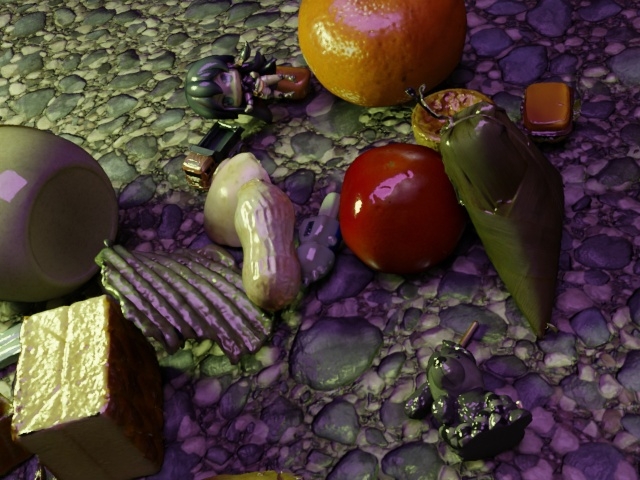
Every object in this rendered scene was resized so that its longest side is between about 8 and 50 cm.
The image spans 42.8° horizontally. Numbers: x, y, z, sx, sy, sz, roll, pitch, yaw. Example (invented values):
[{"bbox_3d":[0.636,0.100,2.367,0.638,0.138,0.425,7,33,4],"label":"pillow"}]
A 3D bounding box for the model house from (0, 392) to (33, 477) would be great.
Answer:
[{"bbox_3d":[-0.712,0.370,1.644,0.239,0.267,0.173,-3,31,12],"label":"model house"}]

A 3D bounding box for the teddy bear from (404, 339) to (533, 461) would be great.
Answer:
[{"bbox_3d":[0.240,0.288,1.472,0.171,0.144,0.251,-42,48,0],"label":"teddy bear"}]

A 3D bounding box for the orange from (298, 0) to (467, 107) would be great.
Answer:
[{"bbox_3d":[0.153,-0.524,2.035,0.424,0.326,0.423,0,65,1],"label":"orange"}]

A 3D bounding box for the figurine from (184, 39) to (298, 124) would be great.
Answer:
[{"bbox_3d":[-0.212,-0.388,2.074,0.265,0.197,0.175,6,79,-22],"label":"figurine"}]

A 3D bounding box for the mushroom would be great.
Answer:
[{"bbox_3d":[-0.210,-0.105,1.903,0.173,0.162,0.236,-32,47,-19],"label":"mushroom"}]

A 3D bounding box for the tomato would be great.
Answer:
[{"bbox_3d":[0.166,-0.082,1.736,0.299,0.226,0.298,-10,51,12],"label":"tomato"}]

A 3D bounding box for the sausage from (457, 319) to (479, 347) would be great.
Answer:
[{"bbox_3d":[0.286,0.195,1.612,0.015,0.015,0.100,23,61,30],"label":"sausage"}]

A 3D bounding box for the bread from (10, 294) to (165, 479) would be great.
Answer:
[{"bbox_3d":[-0.438,0.297,1.581,0.207,0.279,0.279,-17,46,6],"label":"bread"}]

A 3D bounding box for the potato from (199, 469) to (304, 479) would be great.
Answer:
[{"bbox_3d":[-0.132,0.490,1.416,0.301,0.140,0.172,-8,46,15],"label":"potato"}]

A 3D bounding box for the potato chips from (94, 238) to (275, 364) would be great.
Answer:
[{"bbox_3d":[-0.296,0.104,1.723,0.389,0.373,0.097,47,120,43],"label":"potato chips"}]

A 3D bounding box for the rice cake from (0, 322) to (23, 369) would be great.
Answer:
[{"bbox_3d":[-0.754,0.269,1.846,0.226,0.040,0.085,-29,50,-7],"label":"rice cake"}]

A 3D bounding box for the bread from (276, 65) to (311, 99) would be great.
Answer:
[{"bbox_3d":[-0.135,-0.426,2.204,0.239,0.074,0.092,10,55,23],"label":"bread"}]

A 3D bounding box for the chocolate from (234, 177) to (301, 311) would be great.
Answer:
[{"bbox_3d":[-0.110,0.004,1.737,0.134,0.134,0.309,-14,63,5],"label":"chocolate"}]

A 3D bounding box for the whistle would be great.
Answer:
[{"bbox_3d":[0.000,0.000,1.803,0.110,0.092,0.244,-15,46,44],"label":"whistle"}]

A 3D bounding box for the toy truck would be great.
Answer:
[{"bbox_3d":[-0.268,-0.221,2.065,0.083,0.092,0.192,19,60,28],"label":"toy truck"}]

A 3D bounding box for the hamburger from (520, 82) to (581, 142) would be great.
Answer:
[{"bbox_3d":[0.530,-0.288,1.885,0.137,0.087,0.165,4,55,18],"label":"hamburger"}]

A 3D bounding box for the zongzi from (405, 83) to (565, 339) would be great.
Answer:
[{"bbox_3d":[0.333,-0.077,1.561,0.182,0.447,0.418,-20,49,33],"label":"zongzi"}]

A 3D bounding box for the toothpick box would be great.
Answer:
[{"bbox_3d":[-0.723,-0.068,1.870,0.426,0.409,0.408,9,55,28],"label":"toothpick box"}]

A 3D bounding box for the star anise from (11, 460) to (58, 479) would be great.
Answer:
[{"bbox_3d":[-0.552,0.504,1.593,0.141,0.042,0.141,-7,54,10],"label":"star anise"}]

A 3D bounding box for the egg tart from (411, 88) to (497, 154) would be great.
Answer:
[{"bbox_3d":[0.310,-0.234,1.858,0.203,0.147,0.202,-7,44,6],"label":"egg tart"}]
